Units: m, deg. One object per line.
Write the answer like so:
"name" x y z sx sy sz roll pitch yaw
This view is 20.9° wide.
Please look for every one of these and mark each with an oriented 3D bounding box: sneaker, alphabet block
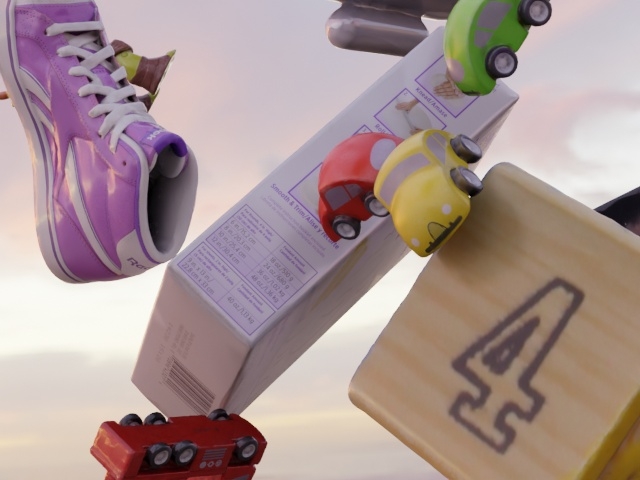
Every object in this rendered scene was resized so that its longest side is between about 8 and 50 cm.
"sneaker" -0.169 -0.111 1.411 0.102 0.282 0.161 -16 3 -44
"alphabet block" 0.174 0.094 1.121 0.192 0.193 0.197 28 5 -45

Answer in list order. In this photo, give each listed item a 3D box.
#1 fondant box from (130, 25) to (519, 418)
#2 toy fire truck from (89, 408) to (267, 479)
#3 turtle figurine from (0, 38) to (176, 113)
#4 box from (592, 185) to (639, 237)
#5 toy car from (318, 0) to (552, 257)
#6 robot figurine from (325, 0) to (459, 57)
"fondant box" 0.000 0.000 1.439 0.330 0.096 0.238 -44 -9 -27
"toy fire truck" -0.137 0.196 1.291 0.192 0.135 0.047 2 27 -46
"turtle figurine" -0.272 -0.217 1.888 0.217 0.269 0.087 26 35 -4
"box" 0.314 0.097 1.537 0.165 0.270 0.143 -28 -19 22
"toy car" 0.081 -0.098 1.190 0.053 0.225 0.239 34 -6 -16
"robot figurine" 0.062 -0.339 1.782 0.354 0.299 0.200 4 -8 -37
